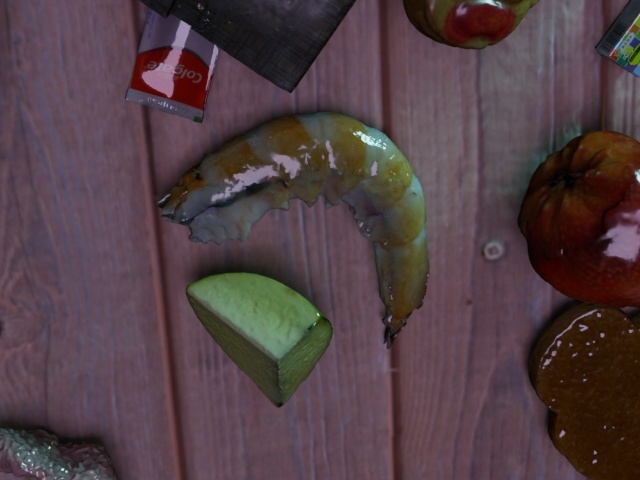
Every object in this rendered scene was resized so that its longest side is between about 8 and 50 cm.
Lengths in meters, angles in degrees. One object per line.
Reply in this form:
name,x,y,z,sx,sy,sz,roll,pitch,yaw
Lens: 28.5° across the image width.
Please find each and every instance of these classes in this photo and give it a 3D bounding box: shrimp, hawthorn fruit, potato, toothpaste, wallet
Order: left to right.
wallet,-0.112,-0.272,1.054,0.317,0.044,0.169,33,111,-10
toothpaste,-0.104,-0.253,1.110,0.075,0.048,0.301,11,111,-14
potato,-0.058,0.081,1.233,0.120,0.149,0.081,39,71,16
shrimp,0.006,-0.029,1.207,0.287,0.068,0.185,29,109,-26
hawthorn fruit,0.274,-0.011,1.187,0.173,0.173,0.179,-36,149,7
toothpaste,0.324,-0.231,1.174,0.046,0.034,0.164,30,104,-20

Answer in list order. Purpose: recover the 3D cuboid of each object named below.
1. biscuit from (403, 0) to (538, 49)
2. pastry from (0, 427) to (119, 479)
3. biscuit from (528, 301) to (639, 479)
biscuit,0.166,-0.344,1.030,0.358,0.074,0.381,3,106,-31
pastry,-0.239,0.289,1.270,0.112,0.103,0.265,-25,113,-5
biscuit,0.344,0.168,1.323,0.290,0.041,0.208,39,103,-19
